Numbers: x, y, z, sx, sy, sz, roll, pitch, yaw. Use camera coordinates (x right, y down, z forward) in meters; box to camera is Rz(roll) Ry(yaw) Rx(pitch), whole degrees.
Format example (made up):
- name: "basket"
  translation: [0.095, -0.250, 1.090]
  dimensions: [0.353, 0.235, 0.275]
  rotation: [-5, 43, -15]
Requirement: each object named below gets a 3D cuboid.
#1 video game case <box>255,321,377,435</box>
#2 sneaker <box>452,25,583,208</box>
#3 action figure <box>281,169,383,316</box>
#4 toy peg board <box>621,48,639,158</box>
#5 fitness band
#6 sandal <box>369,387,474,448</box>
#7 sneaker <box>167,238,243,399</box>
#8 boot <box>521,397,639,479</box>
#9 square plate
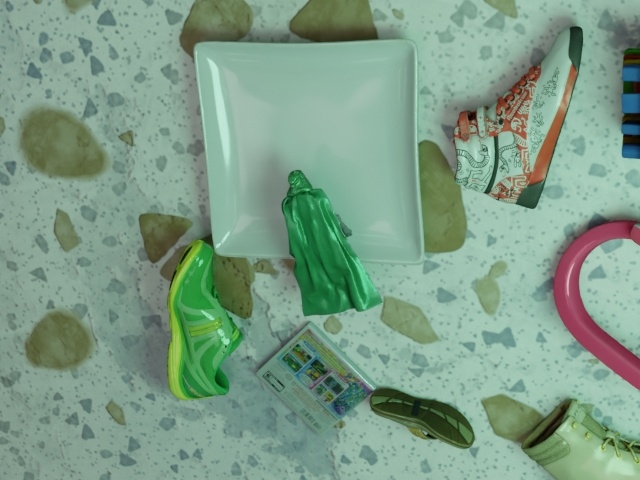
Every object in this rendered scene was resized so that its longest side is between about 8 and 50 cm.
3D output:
- name: "video game case"
  translation: [-0.008, 0.233, 1.814]
  dimensions: [0.157, 0.019, 0.143]
  rotation: [45, 116, -2]
- name: "sneaker"
  translation: [0.270, -0.182, 1.528]
  dimensions: [0.145, 0.090, 0.270]
  rotation: [16, 117, 8]
- name: "action figure"
  translation: [0.000, 0.000, 1.642]
  dimensions: [0.137, 0.063, 0.232]
  rotation: [-12, 111, 22]
- name: "toy peg board"
  translation: [0.431, -0.181, 1.450]
  dimensions: [0.079, 0.160, 0.161]
  rotation: [6, 113, 31]
- name: "fitness band"
  translation: [0.465, 0.097, 1.540]
  dimensions: [0.291, 0.054, 0.209]
  rotation: [41, 122, 27]
- name: "sandal"
  translation: [0.164, 0.293, 1.761]
  dimensions: [0.180, 0.072, 0.049]
  rotation: [18, 130, 11]
- name: "sneaker"
  translation: [-0.188, 0.130, 1.793]
  dimensions: [0.123, 0.109, 0.296]
  rotation: [4, 117, 2]
- name: "boot"
  translation: [0.462, 0.315, 1.665]
  dimensions: [0.203, 0.095, 0.262]
  rotation: [48, 118, -3]
- name: "square plate"
  translation: [-0.012, -0.136, 1.655]
  dimensions: [0.344, 0.049, 0.347]
  rotation: [3, 111, 17]
